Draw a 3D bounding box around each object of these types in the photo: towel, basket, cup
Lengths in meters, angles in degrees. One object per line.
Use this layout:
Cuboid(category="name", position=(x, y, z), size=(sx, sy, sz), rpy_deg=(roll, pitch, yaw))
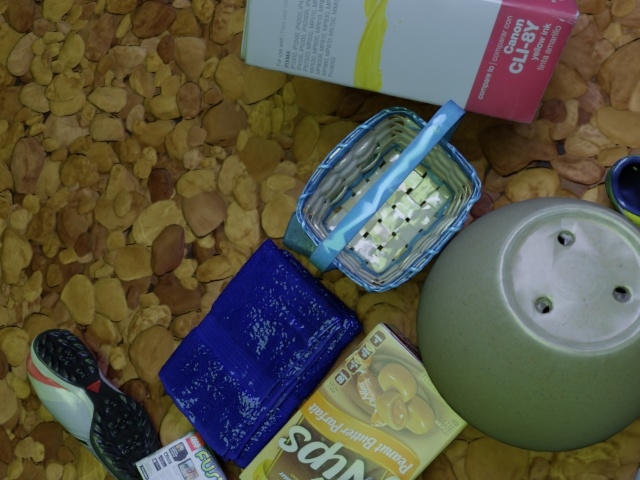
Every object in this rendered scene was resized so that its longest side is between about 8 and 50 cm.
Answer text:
Cuboid(category="towel", position=(-0.107, 0.177, 1.048), size=(0.228, 0.076, 0.308), rpy_deg=(41, 95, 21))
Cuboid(category="towel", position=(0.000, 0.000, 1.066), size=(0.120, 0.029, 0.067), rpy_deg=(22, 87, 21))
Cuboid(category="basket", position=(0.086, -0.053, 0.890), size=(0.201, 0.289, 0.254), rpy_deg=(43, 88, 3))
Cuboid(category="cup", position=(0.285, 0.077, 0.796), size=(0.332, 0.237, 0.330), rpy_deg=(-2, 69, 6))

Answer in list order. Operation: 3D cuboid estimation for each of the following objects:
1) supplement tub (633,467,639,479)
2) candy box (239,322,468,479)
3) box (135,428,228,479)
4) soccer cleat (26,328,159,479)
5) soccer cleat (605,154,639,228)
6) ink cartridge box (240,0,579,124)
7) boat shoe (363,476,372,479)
Cuboid(category="supplement tub", position=(0.398, 0.449, 0.730), size=(0.236, 0.235, 0.324), rpy_deg=(21, 88, 22))
Cuboid(category="candy box", position=(0.055, 0.296, 0.961), size=(0.183, 0.087, 0.316), rpy_deg=(44, 96, 20))
Cuboid(category="box", position=(-0.191, 0.412, 1.029), size=(0.114, 0.036, 0.207), rpy_deg=(-26, 69, -21))
Cuboid(category="soccer cleat", position=(-0.393, 0.297, 1.130), size=(0.318, 0.109, 0.116), rpy_deg=(46, 126, 13))
Cuboid(category="soccer cleat", position=(0.476, -0.002, 0.828), size=(0.093, 0.121, 0.289), rpy_deg=(-48, 60, 15))
Cuboid(category="ink cartridge box", position=(0.112, -0.330, 0.883), size=(0.385, 0.160, 0.279), rpy_deg=(11, 46, 0))
Cuboid(category="boat shoe", position=(-0.015, 0.380, 0.869), size=(0.285, 0.105, 0.089), rpy_deg=(-25, 79, 15))
